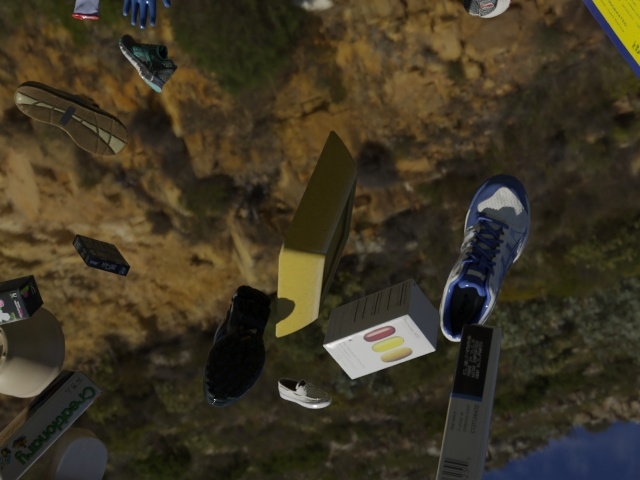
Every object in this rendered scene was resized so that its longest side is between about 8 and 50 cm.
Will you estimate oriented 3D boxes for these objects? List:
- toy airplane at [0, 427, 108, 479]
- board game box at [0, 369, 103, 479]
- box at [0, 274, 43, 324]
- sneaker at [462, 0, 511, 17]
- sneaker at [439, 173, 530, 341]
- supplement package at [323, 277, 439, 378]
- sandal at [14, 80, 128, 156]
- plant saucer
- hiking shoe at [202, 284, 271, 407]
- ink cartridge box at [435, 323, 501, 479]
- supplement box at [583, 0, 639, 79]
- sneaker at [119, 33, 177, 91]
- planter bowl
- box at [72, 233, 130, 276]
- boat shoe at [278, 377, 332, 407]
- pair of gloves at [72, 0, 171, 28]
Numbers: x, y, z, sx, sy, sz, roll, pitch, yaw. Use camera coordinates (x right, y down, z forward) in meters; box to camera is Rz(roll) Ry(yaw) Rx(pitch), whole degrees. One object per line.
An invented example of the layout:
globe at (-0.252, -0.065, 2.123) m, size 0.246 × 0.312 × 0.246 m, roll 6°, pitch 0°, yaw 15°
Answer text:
toy airplane at (-0.377, 0.463, 1.149) m, size 0.384 × 0.386 × 0.272 m, roll -26°, pitch -156°, yaw -11°
board game box at (-0.462, 0.317, 1.382) m, size 0.305 × 0.053 × 0.193 m, roll -47°, pitch -169°, yaw -20°
box at (-0.477, 0.093, 1.419) m, size 0.083 × 0.052 × 0.062 m, roll -12°, pitch -163°, yaw 9°
sneaker at (0.342, -0.543, 1.958) m, size 0.112 × 0.121 × 0.299 m, roll -21°, pitch 178°, yaw -4°
sneaker at (0.279, 0.037, 1.568) m, size 0.111 × 0.296 × 0.131 m, roll 16°, pitch -166°, yaw 9°
supplement package at (0.151, 0.218, 2.286) m, size 0.244 × 0.139 × 0.134 m, roll -24°, pitch -150°, yaw 28°
sandal at (-0.354, -0.184, 1.345) m, size 0.072 × 0.180 × 0.049 m, roll -41°, pitch -142°, yaw 28°
plant saucer at (0.000, 0.000, 1.936) m, size 0.081 × 0.333 × 0.333 m, roll 17°, pitch -125°, yaw 8°
hiking shoe at (-0.174, 0.237, 1.925) m, size 0.304 × 0.113 × 0.132 m, roll -71°, pitch -172°, yaw -48°
ink cartridge box at (0.213, 0.318, 1.375) m, size 0.072 × 0.307 × 0.304 m, roll 8°, pitch -117°, yaw 10°
supplement box at (0.453, -0.342, 1.030) m, size 0.195 × 0.194 × 0.356 m, roll -25°, pitch 159°, yaw -6°
sneaker at (-0.345, -0.372, 1.891) m, size 0.076 × 0.166 × 0.065 m, roll -42°, pitch 152°, yaw 3°
planter bowl at (-0.535, 0.186, 1.592) m, size 0.162 × 0.162 × 0.109 m, roll -14°, pitch 166°, yaw 20°
box at (-0.335, 0.022, 1.423) m, size 0.067 × 0.018 × 0.083 m, roll 18°, pitch -167°, yaw -38°
boat shoe at (-0.027, 0.242, 1.503) m, size 0.100 × 0.035 × 0.035 m, roll 11°, pitch -143°, yaw 37°
pair of gloves at (-0.381, -0.489, 1.768) m, size 0.198 × 0.159 × 0.023 m, roll 6°, pitch -172°, yaw -6°
